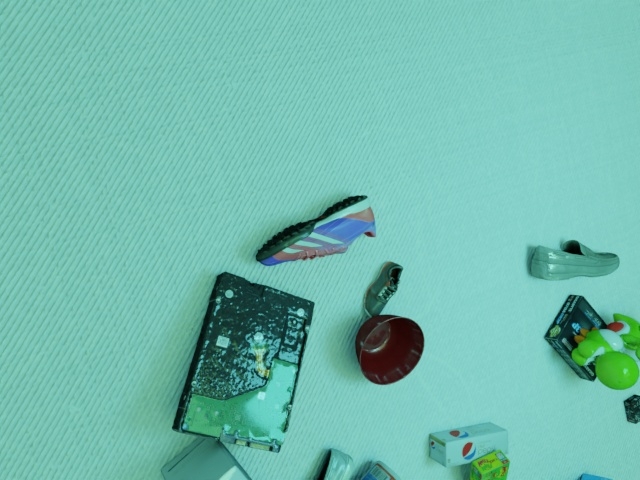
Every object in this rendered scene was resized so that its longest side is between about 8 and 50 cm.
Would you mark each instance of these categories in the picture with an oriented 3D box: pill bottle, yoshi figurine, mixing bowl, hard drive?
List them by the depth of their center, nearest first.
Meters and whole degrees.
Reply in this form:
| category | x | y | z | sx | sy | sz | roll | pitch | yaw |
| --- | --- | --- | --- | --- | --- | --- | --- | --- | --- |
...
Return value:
| category | x | y | z | sx | sy | sz | roll | pitch | yaw |
| --- | --- | --- | --- | --- | --- | --- | --- | --- | --- |
| hard drive | -0.158 | 0.264 | 1.104 | 0.237 | 0.064 | 0.339 | 21 | 67 | -23 |
| pill bottle | 0.110 | 0.659 | 1.225 | 0.221 | 0.124 | 0.124 | -41 | 105 | -18 |
| mixing bowl | 0.154 | 0.253 | 1.251 | 0.181 | 0.098 | 0.181 | -8 | 110 | -23 |
| yoshi figurine | 0.919 | 0.345 | 1.499 | 0.362 | 0.203 | 0.203 | -7 | 99 | -22 |

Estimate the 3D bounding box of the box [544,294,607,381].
| category | x | y | z | sx | sy | sz | roll | pitch | yaw |
| --- | --- | --- | --- | --- | --- | --- | --- | --- | --- |
| box | 0.817 | 0.304 | 1.583 | 0.220 | 0.051 | 0.175 | 45 | 72 | -18 |

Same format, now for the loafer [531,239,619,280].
| category | x | y | z | sx | sy | sz | roll | pitch | yaw |
| --- | --- | --- | --- | --- | --- | --- | --- | --- | --- |
| loafer | 0.782 | 0.054 | 1.538 | 0.319 | 0.112 | 0.111 | -4 | 99 | -24 |

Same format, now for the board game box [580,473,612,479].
| category | x | y | z | sx | sy | sz | roll | pitch | yaw |
| --- | --- | --- | --- | --- | --- | --- | --- | --- | --- |
| board game box | 0.807 | 0.913 | 1.487 | 0.302 | 0.086 | 0.308 | -17 | 97 | -50 |

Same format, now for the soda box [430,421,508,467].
| category | x | y | z | sx | sy | sz | roll | pitch | yaw |
| --- | --- | --- | --- | --- | --- | --- | --- | --- | --- |
| soda box | 0.407 | 0.556 | 1.385 | 0.216 | 0.074 | 0.069 | -1 | 90 | -24 |

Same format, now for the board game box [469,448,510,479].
| category | x | y | z | sx | sy | sz | roll | pitch | yaw |
| --- | --- | --- | --- | --- | --- | --- | --- | --- | --- |
| board game box | 0.455 | 0.660 | 1.378 | 0.092 | 0.043 | 0.181 | -15 | 122 | -18 |

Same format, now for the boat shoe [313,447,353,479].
| category | x | y | z | sx | sy | sz | roll | pitch | yaw |
| --- | --- | --- | --- | --- | --- | --- | --- | --- | --- |
| boat shoe | -0.007 | 0.605 | 1.205 | 0.081 | 0.079 | 0.227 | 35 | 71 | -10 |

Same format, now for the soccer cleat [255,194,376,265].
| category | x | y | z | sx | sy | sz | roll | pitch | yaw |
| --- | --- | --- | --- | --- | --- | --- | --- | --- | --- |
| soccer cleat | 0.000 | 0.000 | 1.196 | 0.318 | 0.108 | 0.116 | -28 | 105 | -24 |

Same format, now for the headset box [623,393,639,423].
| category | x | y | z | sx | sy | sz | roll | pitch | yaw |
| --- | --- | --- | --- | --- | --- | --- | --- | --- | --- |
| headset box | 1.057 | 0.569 | 1.698 | 0.062 | 0.032 | 0.083 | -17 | 97 | -23 |

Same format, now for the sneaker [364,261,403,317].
| category | x | y | z | sx | sy | sz | roll | pitch | yaw |
| --- | --- | --- | --- | --- | --- | --- | --- | --- | --- |
| sneaker | 0.163 | 0.124 | 1.285 | 0.061 | 0.065 | 0.158 | 28 | 78 | -21 |

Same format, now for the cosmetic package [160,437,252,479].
| category | x | y | z | sx | sy | sz | roll | pitch | yaw |
| --- | --- | --- | --- | --- | --- | --- | --- | --- | --- |
| cosmetic package | -0.192 | 0.543 | 1.036 | 0.138 | 0.225 | 0.224 | -38 | 105 | -20 |
